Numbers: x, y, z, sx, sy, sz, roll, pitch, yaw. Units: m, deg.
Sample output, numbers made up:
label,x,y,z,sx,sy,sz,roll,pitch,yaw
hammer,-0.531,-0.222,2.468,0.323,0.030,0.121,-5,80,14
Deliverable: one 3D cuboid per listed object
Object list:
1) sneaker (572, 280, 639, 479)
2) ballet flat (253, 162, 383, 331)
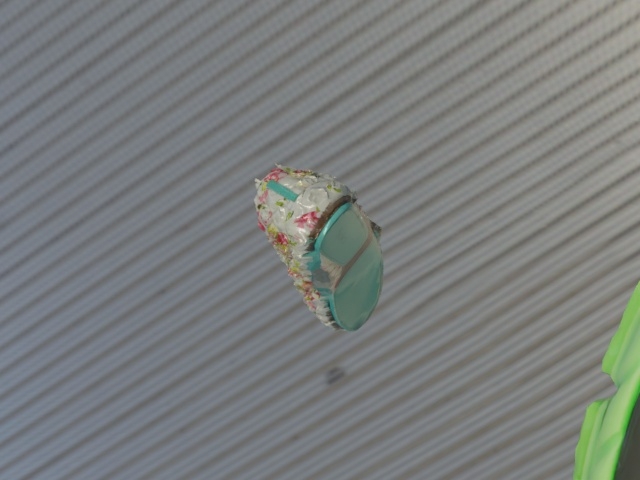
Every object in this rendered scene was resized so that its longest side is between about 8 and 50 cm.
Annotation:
label,x,y,z,sx,sy,sz,roll,pitch,yaw
sneaker,0.216,0.032,0.475,0.202,0.185,0.483,53,140,46
ballet flat,0.000,0.000,1.323,0.077,0.241,0.091,33,75,19
